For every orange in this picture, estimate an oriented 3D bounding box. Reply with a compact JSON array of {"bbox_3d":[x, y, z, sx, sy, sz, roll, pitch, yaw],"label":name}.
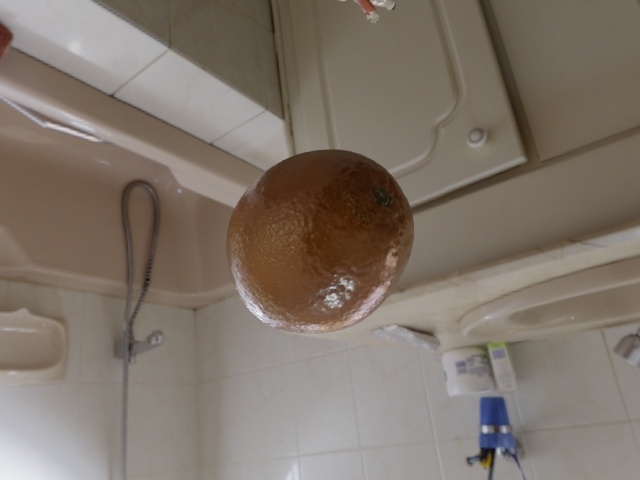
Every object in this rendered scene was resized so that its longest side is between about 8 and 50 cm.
[{"bbox_3d":[0.000,0.000,0.538,0.206,0.205,0.206,-6,159,-2],"label":"orange"}]

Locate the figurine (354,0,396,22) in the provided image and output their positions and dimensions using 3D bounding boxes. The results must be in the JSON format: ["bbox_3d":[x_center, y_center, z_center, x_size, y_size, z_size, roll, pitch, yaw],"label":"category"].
[{"bbox_3d":[0.027,-0.187,0.358,0.047,0.064,0.109,-15,-178,36],"label":"figurine"}]
